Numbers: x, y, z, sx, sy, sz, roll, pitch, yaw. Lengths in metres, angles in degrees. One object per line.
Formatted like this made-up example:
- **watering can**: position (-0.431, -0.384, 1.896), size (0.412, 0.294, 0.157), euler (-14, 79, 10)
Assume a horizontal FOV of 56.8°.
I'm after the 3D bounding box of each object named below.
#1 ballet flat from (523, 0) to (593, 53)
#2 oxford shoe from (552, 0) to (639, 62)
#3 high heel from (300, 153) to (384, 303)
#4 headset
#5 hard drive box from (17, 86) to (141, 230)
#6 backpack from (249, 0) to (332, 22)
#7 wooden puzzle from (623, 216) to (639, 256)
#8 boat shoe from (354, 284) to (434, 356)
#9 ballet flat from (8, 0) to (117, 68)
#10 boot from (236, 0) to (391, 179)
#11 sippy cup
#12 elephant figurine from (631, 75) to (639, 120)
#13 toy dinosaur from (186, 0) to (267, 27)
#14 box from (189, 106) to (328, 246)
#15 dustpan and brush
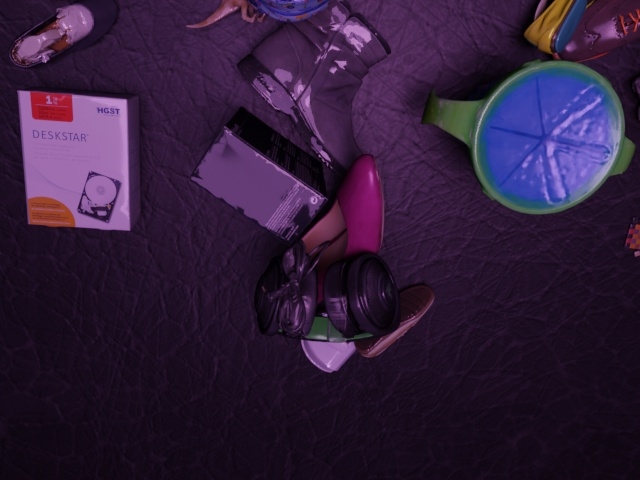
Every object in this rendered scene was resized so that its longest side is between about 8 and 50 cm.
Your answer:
- **ballet flat**: position (0.422, -0.414, 0.983), size (0.231, 0.077, 0.077), euler (-53, 142, -2)
- **oxford shoe**: position (0.522, -0.380, 0.990), size (0.271, 0.098, 0.097), euler (-28, 108, 7)
- **high heel**: position (0.000, 0.000, 1.016), size (0.181, 0.127, 0.377), euler (-3, 140, -9)
- **headset**: position (0.001, 0.113, 0.938), size (0.243, 0.185, 0.394), euler (-3, 153, 10)
- **hard drive box**: position (-0.417, -0.144, 1.043), size (0.181, 0.089, 0.232), euler (3, 108, -4)
- **backpack**: position (-0.043, -0.401, 0.884), size (0.158, 0.117, 0.173), euler (-29, 70, -11)
- **wooden puzzle**: position (0.630, -0.008, 1.170), size (0.049, 0.006, 0.083), euler (5, 108, -4)
- **boat shoe**: position (0.153, 0.164, 1.190), size (0.190, 0.068, 0.072), euler (-37, 141, 2)
- **ballet flat**: position (-0.432, -0.344, 0.984), size (0.203, 0.074, 0.074), euler (-26, 108, 6)
- **boot**: position (0.044, -0.254, 1.014), size (0.223, 0.118, 0.338), euler (-43, 110, 5)
- **sippy cup**: position (0.337, -0.184, 0.985), size (0.240, 0.224, 0.305), euler (-40, 105, 12)
- **elephant figurine**: position (0.647, -0.237, 0.969), size (0.169, 0.239, 0.186), euler (-19, 108, 5)
- **toy dinosaur**: position (-0.135, -0.404, 0.993), size (0.092, 0.053, 0.183), euler (39, 96, 2)
- **box**: position (-0.093, -0.116, 0.973), size (0.184, 0.261, 0.103), euler (37, 104, -13)
- **dustpan and brush**: position (-0.005, 0.174, 1.181), size (0.211, 0.060, 0.147), euler (36, 104, -13)
